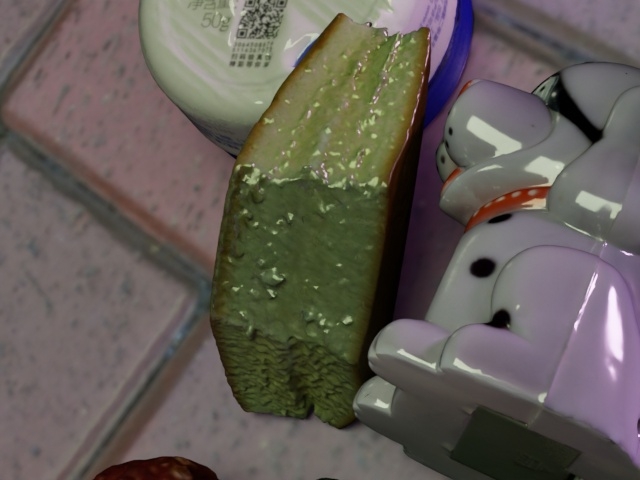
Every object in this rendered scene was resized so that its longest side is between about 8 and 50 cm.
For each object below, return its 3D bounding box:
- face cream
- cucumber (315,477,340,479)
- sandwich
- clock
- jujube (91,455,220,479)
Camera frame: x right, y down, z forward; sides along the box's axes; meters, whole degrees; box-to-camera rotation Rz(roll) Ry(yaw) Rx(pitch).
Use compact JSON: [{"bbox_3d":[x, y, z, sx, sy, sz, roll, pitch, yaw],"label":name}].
[{"bbox_3d":[-0.013,-0.150,1.034,0.206,0.111,0.206,-8,67,21],"label":"face cream"},{"bbox_3d":[0.067,0.208,0.873,0.211,0.062,0.078,26,81,31],"label":"cucumber"},{"bbox_3d":[0.000,0.000,0.919,0.094,0.096,0.258,14,107,15],"label":"sandwich"},{"bbox_3d":[0.136,0.005,0.871,0.189,0.189,0.254,9,66,28],"label":"clock"},{"bbox_3d":[-0.125,0.204,0.939,0.176,0.109,0.112,-37,16,11],"label":"jujube"}]
